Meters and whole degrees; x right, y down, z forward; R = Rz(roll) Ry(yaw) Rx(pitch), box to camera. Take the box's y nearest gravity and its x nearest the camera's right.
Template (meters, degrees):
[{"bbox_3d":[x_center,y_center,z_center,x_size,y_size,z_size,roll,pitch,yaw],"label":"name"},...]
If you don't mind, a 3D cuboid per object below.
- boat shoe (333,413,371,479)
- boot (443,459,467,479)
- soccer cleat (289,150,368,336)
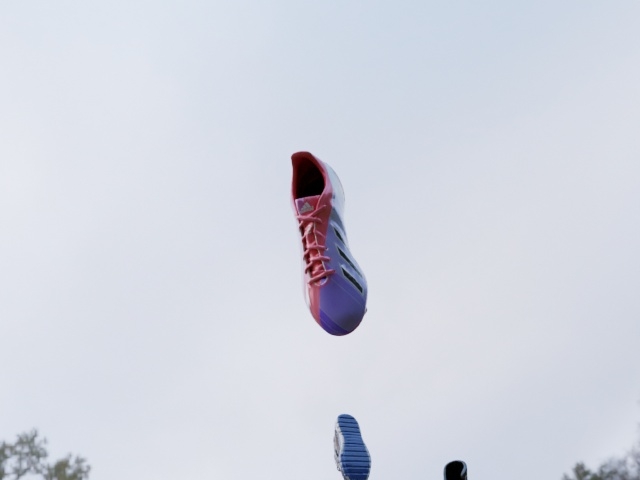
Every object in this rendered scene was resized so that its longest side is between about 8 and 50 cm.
[{"bbox_3d":[0.062,0.447,1.579,0.066,0.183,0.066,9,-59,-10],"label":"boat shoe"},{"bbox_3d":[0.238,0.508,1.277,0.084,0.246,0.161,-13,-50,13],"label":"boot"},{"bbox_3d":[0.000,0.000,0.930,0.083,0.247,0.095,-20,-39,18],"label":"soccer cleat"}]
